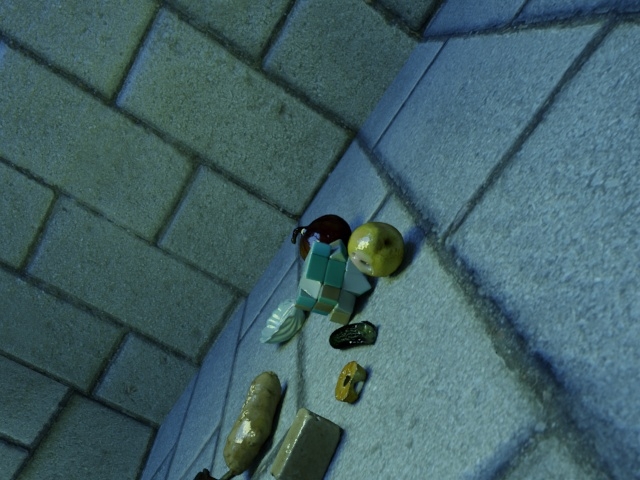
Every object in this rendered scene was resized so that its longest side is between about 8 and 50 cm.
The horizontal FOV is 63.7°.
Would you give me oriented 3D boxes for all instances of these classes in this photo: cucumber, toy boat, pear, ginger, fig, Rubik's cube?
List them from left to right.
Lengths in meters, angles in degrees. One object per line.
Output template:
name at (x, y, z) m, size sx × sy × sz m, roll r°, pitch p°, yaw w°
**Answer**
ginger at (-0.222, 0.604, 1.735) m, size 0.190 × 0.126 × 0.354 m, roll -51°, pitch 15°, yaw 50°
toy boat at (-0.147, 0.336, 2.122) m, size 0.290 × 0.100 × 0.200 m, roll -46°, pitch 18°, yaw 46°
fig at (0.017, 0.007, 2.056) m, size 0.235 × 0.215 × 0.235 m, roll -30°, pitch 17°, yaw 10°
Rubik's cube at (0.045, 0.129, 1.669) m, size 0.224 × 0.212 × 0.266 m, roll 115°, pitch 169°, yaw -66°
cucumber at (0.078, 0.276, 1.491) m, size 0.245 × 0.067 × 0.067 m, roll -32°, pitch 30°, yaw 60°
pear at (0.166, 0.025, 1.510) m, size 0.178 × 0.178 × 0.178 m, roll -54°, pitch 14°, yaw 20°

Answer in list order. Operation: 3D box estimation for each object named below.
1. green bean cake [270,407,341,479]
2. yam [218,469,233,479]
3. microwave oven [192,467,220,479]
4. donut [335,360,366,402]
green bean cake at (-0.034, 0.517, 1.266) m, size 0.179 × 0.109 × 0.085 m, roll -61°, pitch 13°, yaw -14°
yam at (-0.322, 0.832, 1.826) m, size 0.027 × 0.029 × 0.234 m, roll -32°, pitch -14°, yaw -50°
microwave oven at (-0.368, 0.861, 1.560) m, size 0.248 × 0.188 × 0.178 m, roll -57°, pitch 13°, yaw 9°
donut at (0.078, 0.368, 1.332) m, size 0.108 × 0.043 × 0.097 m, roll -63°, pitch 14°, yaw -14°
